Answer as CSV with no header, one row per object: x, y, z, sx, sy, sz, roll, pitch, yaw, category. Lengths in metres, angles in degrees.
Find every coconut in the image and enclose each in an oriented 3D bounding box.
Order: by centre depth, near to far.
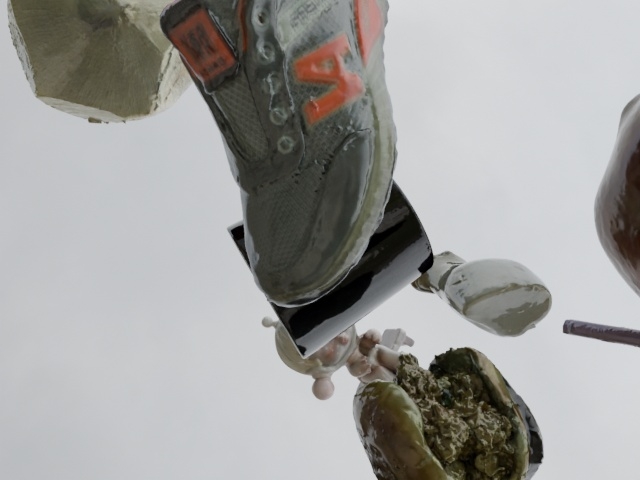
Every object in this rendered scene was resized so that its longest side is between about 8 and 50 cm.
-0.259,-0.262,0.858,0.245,0.247,0.244,-2,-76,-9,coconut

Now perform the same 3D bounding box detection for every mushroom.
0.194,0.055,0.855,0.225,0.116,0.093,-130,-128,-73,mushroom

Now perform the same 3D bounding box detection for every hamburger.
0.110,0.193,0.631,0.184,0.131,0.159,57,-29,31,hamburger

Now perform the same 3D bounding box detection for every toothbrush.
0.419,0.124,0.827,0.354,0.029,0.024,2,-100,66,toothbrush

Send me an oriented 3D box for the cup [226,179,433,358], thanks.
-0.003,-0.008,0.787,0.177,0.166,0.239,-31,-132,-6,cup

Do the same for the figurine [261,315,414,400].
0.029,0.172,1.180,0.257,0.144,0.181,29,-89,-11,figurine

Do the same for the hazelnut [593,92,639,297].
0.515,-0.045,0.792,0.366,0.366,0.365,7,-78,34,hazelnut

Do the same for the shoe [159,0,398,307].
-0.041,-0.123,0.533,0.132,0.171,0.336,-14,-113,46,shoe
